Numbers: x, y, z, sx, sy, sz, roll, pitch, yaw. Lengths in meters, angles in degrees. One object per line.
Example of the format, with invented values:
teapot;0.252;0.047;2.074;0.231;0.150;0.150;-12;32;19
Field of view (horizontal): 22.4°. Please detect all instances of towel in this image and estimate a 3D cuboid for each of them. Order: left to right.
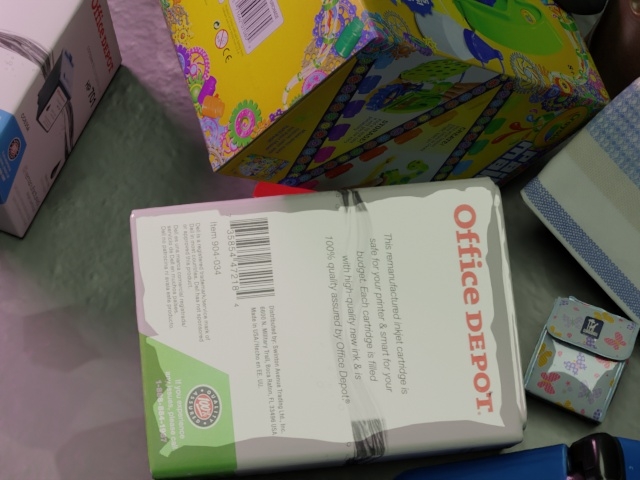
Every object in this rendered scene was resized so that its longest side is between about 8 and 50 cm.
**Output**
towel;0.314;-0.052;1.212;0.209;0.034;0.285;46;112;2

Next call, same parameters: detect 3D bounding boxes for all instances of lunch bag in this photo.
lunch bag;0.199;0.090;1.241;0.071;0.053;0.083;24;84;11

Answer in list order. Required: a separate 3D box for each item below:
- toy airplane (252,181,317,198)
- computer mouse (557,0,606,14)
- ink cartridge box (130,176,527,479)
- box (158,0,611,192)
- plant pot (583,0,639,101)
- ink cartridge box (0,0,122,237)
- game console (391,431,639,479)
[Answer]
toy airplane;0.000;0.000;1.308;0.151;0.028;0.151;0;65;0
computer mouse;0.156;-0.282;1.272;0.242;0.041;0.071;55;34;2
ink cartridge box;0.004;0.070;1.208;0.272;0.115;0.198;-5;79;-2
box;0.032;-0.197;1.246;0.279;0.177;0.290;8;54;-46
plant pot;0.296;-0.166;1.306;0.167;0.165;0.167;0;65;0
ink cartridge box;-0.245;-0.122;1.309;0.082;0.140;0.191;22;67;12
game console;0.196;0.304;1.163;0.250;0.173;0.293;13;62;-27
